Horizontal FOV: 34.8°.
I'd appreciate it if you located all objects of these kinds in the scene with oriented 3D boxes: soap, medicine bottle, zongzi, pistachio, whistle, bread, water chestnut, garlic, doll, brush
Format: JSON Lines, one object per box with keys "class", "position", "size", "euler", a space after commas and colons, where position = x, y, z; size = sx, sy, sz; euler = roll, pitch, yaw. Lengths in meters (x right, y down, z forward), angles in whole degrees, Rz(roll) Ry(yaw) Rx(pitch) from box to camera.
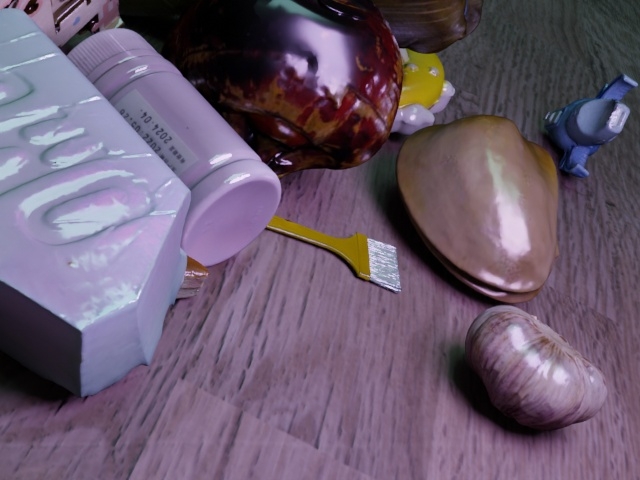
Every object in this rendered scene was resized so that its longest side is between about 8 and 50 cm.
{"class": "soap", "position": [-0.253, -0.037, 0.873], "size": [0.208, 0.115, 0.347], "euler": [-27, 63, -35]}
{"class": "medicine bottle", "position": [-0.163, -0.100, 1.061], "size": [0.133, 0.133, 0.249], "euler": [-12, 53, -49]}
{"class": "zongzi", "position": [-0.045, -0.321, 1.335], "size": [0.432, 0.207, 0.403], "euler": [-27, 42, -29]}
{"class": "pistachio", "position": [0.198, -0.043, 1.281], "size": [0.213, 0.163, 0.260], "euler": [4, 49, -4]}
{"class": "whistle", "position": [0.441, -0.188, 1.677], "size": [0.093, 0.180, 0.269], "euler": [29, 0, -7]}
{"class": "bread", "position": [-0.165, 0.027, 0.966], "size": [0.109, 0.043, 0.062], "euler": [-5, 48, -42]}
{"class": "water chestnut", "position": [-0.047, -0.190, 1.193], "size": [0.289, 0.244, 0.289], "euler": [20, 29, -12]}
{"class": "garlic", "position": [0.219, 0.140, 1.085], "size": [0.159, 0.102, 0.147], "euler": [33, 15, -20]}
{"class": "doll", "position": [0.077, -0.253, 1.508], "size": [0.252, 0.111, 0.237], "euler": [20, 47, 1]}
{"class": "brush", "position": [0.000, 0.000, 1.178], "size": [0.205, 0.011, 0.083], "euler": [21, 34, -15]}

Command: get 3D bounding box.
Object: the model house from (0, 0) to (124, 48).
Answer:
{"class": "model house", "position": [-0.341, -0.278, 1.064], "size": [0.169, 0.326, 0.244], "euler": [36, 68, 3]}
